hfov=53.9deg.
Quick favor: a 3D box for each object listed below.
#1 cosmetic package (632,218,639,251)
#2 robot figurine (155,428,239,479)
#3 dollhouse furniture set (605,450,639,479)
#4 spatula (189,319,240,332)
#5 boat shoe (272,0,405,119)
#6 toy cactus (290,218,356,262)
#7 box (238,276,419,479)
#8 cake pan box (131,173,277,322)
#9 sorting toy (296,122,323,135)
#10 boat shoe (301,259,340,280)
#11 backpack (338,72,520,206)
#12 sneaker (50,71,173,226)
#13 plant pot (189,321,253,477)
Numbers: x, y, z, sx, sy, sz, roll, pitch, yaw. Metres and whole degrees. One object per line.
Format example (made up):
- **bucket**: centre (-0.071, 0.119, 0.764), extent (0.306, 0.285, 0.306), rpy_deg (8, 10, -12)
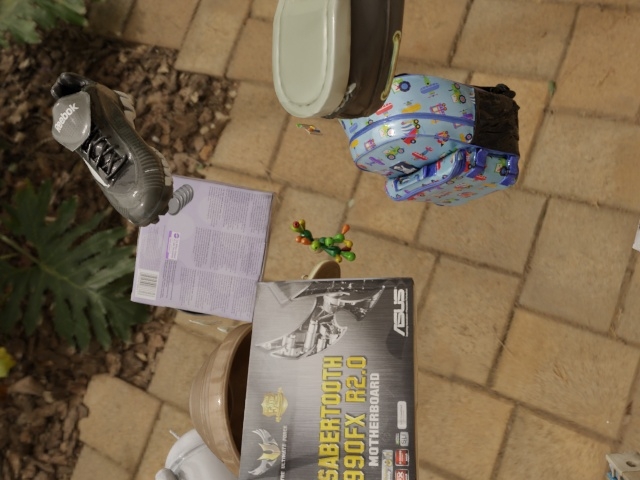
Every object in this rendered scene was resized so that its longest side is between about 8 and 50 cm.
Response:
- **cosmetic package**: centre (0.599, -0.060, 1.010), extent (0.060, 0.239, 0.099), rpy_deg (23, 67, 3)
- **robot figurine**: centre (-0.242, 0.582, 1.472), extent (0.200, 0.300, 0.353), rpy_deg (-50, 49, 18)
- **dollhouse furniture set**: centre (0.558, 0.510, 1.221), extent (0.183, 0.129, 0.129), rpy_deg (-6, 104, -2)
- **spatula**: centre (-0.221, 0.225, 1.583), extent (0.168, 0.242, 0.019), rpy_deg (13, 84, 5)
- **boat shoe**: centre (0.019, -0.190, 0.390), extent (0.081, 0.068, 0.228), rpy_deg (22, 111, 46)
- **toy cactus**: centre (0.000, 0.000, 1.884), extent (0.219, 0.180, 0.112), rpy_deg (18, 77, -15)
- **box**: centre (0.014, 0.157, 0.684), extent (0.183, 0.056, 0.231), rpy_deg (-1, 66, 12)
- **cake pan box**: centre (-0.222, 0.016, 1.207), extent (0.245, 0.070, 0.267), rpy_deg (9, 96, 4)
- **sorting toy**: centre (-0.037, -0.362, 2.033), extent (0.062, 0.083, 0.012), rpy_deg (50, 127, 39)
- **boat shoe**: centre (-0.032, 0.168, 1.759), extent (0.285, 0.104, 0.089), rpy_deg (-66, 32, 18)
- **backpack**: centre (0.110, -0.109, 0.685), extent (0.158, 0.173, 0.117), rpy_deg (-18, 70, 54)
- **sneaker**: centre (-0.235, -0.104, 0.674), extent (0.078, 0.106, 0.234), rpy_deg (-44, 53, 13)
- **plant pot**: centre (-0.124, 0.249, 0.973), extent (0.109, 0.237, 0.237), rpy_deg (-11, 71, 25)
